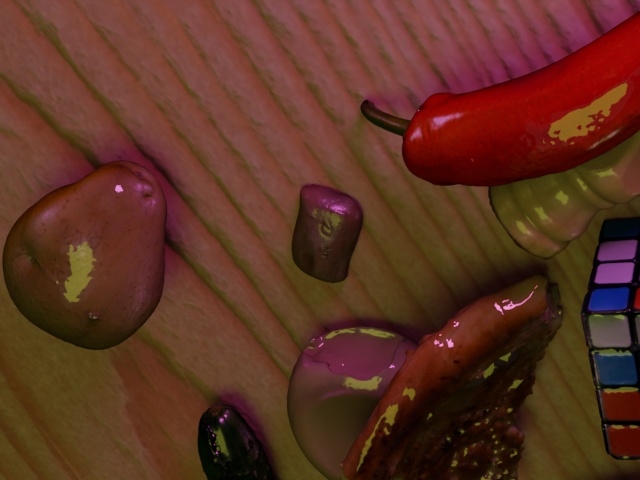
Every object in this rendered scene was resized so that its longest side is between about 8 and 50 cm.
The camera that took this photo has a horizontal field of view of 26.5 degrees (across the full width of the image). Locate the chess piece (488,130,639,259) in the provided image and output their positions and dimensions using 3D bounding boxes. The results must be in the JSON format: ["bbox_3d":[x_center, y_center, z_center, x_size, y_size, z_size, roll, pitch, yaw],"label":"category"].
[{"bbox_3d":[0.236,-0.072,1.098,0.090,0.090,0.200,43,124,-12],"label":"chess piece"}]

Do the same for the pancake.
[{"bbox_3d":[0.146,0.173,1.264,0.266,0.057,0.244,-34,126,2],"label":"pancake"}]

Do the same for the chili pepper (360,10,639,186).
[{"bbox_3d":[0.188,-0.116,1.063,0.368,0.137,0.092,-19,137,29],"label":"chili pepper"}]

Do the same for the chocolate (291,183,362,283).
[{"bbox_3d":[0.000,0.000,1.268,0.064,0.031,0.101,23,129,10],"label":"chocolate"}]

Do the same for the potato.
[{"bbox_3d":[-0.213,0.010,1.294,0.157,0.157,0.194,33,115,-4],"label":"potato"}]

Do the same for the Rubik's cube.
[{"bbox_3d":[0.312,0.077,1.133,0.154,0.151,0.155,-4,122,21],"label":"Rubik's cube"}]

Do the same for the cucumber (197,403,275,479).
[{"bbox_3d":[-0.080,0.267,1.463,0.069,0.069,0.227,-4,126,22],"label":"cucumber"}]

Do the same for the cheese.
[{"bbox_3d":[0.062,0.215,1.366,0.163,0.082,0.286,-3,125,22],"label":"cheese"}]
